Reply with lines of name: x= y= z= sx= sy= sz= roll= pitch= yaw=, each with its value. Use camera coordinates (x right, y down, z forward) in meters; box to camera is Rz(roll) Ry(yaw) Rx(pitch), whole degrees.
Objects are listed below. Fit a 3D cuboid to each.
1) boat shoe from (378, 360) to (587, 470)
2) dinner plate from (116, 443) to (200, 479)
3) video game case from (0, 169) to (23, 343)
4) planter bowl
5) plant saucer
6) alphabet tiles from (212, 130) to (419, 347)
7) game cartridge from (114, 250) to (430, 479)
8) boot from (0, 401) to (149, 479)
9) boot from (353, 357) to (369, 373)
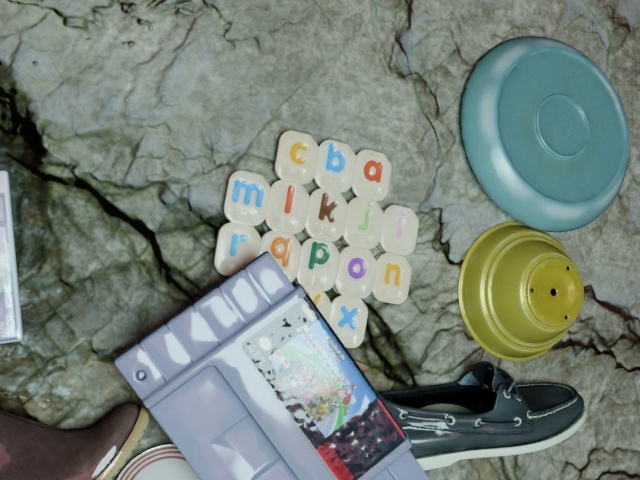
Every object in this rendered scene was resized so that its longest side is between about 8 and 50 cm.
boat shoe: x=0.221 y=0.227 z=0.960 sx=0.340 sy=0.127 sz=0.113 roll=-6 pitch=101 yaw=-12
dinner plate: x=-0.190 y=0.323 z=0.855 sx=0.141 sy=0.017 sz=0.141 roll=1 pitch=86 yaw=-21
video game case: x=-0.441 y=0.025 z=0.771 sx=0.184 sy=0.023 sz=0.201 roll=-5 pitch=89 yaw=-21
planter bowl: x=0.322 y=0.076 z=1.024 sx=0.217 sy=0.090 sz=0.217 roll=1 pitch=88 yaw=-21
plant saucer: x=0.364 y=-0.172 z=1.064 sx=0.318 sy=0.044 sz=0.317 roll=3 pitch=81 yaw=-21
alphabet tiles: x=0.000 y=0.000 z=0.942 sx=0.284 sy=0.021 sz=0.277 roll=11 pitch=84 yaw=-20
game cartridge: x=-0.048 y=0.216 z=0.827 sx=0.230 sy=0.068 sz=0.355 roll=-36 pitch=95 yaw=-6
boot: x=-0.342 y=0.221 z=0.763 sx=0.248 sy=0.090 sz=0.207 roll=-42 pitch=104 yaw=-14
boot: x=-0.041 y=0.208 z=0.891 sx=0.197 sy=0.073 sz=0.152 roll=10 pitch=83 yaw=-8
